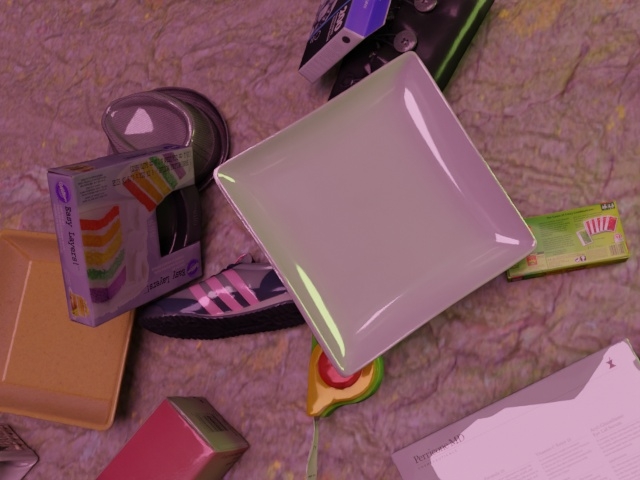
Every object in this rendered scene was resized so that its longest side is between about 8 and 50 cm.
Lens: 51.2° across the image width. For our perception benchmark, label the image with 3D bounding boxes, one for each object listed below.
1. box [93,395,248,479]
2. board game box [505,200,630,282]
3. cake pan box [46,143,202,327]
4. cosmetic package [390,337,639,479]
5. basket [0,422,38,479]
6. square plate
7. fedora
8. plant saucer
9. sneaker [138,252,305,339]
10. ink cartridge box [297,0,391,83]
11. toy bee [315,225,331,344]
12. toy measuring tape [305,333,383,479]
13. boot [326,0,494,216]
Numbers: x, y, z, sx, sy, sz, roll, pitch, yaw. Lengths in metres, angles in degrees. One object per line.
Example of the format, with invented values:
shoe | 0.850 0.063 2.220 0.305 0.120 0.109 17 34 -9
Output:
box | -0.253 0.380 1.082 0.127 0.148 0.232 40 90 20
board game box | 0.378 0.004 1.054 0.181 0.043 0.092 -11 73 12
cake pan box | -0.305 -0.019 1.097 0.070 0.267 0.245 12 112 30
cosmetic package | 0.331 0.349 0.937 0.377 0.097 0.284 -31 72 13
basket | -0.618 0.417 1.197 0.103 0.113 0.167 41 90 25
square plate | 0.081 -0.041 0.960 0.347 0.049 0.344 -33 90 -8
fedora | -0.313 -0.197 1.255 0.275 0.124 0.243 28 85 20
plant saucer | -0.476 0.158 1.237 0.333 0.081 0.332 5 78 17
sneaker | -0.159 0.092 1.164 0.319 0.112 0.131 -8 58 10
ink cartridge box | 0.053 -0.403 1.155 0.208 0.045 0.206 -25 42 52
toy bee | 0.000 0.000 1.069 0.195 0.162 0.298 9 105 24
toy measuring tape | 0.040 0.263 1.049 0.121 0.121 0.330 -1 76 16
boot | 0.189 -0.243 1.128 0.367 0.146 0.445 25 80 18
